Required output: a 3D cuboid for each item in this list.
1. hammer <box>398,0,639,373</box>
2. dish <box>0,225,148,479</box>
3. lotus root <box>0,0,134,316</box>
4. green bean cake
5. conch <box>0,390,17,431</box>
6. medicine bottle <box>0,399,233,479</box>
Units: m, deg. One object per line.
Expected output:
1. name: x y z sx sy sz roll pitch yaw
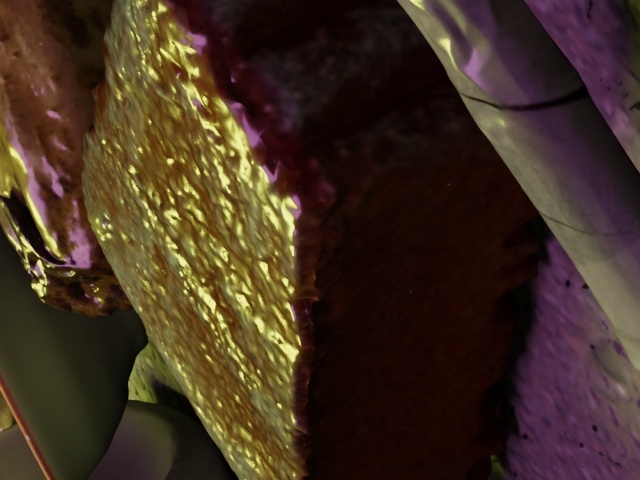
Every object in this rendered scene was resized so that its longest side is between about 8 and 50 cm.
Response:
1. hammer: 0.014 -0.102 0.487 0.427 0.044 0.152 53 156 -20
2. dish: -0.150 0.004 0.972 0.260 0.085 0.260 63 172 15
3. lotus root: -0.125 -0.092 0.839 0.258 0.097 0.110 67 158 0
4. green bean cake: 0.000 0.000 0.683 0.198 0.097 0.233 54 156 17
5. conch: -0.324 0.099 1.381 0.324 0.186 0.263 60 175 3
6. medicine bottle: -0.102 0.298 1.093 0.211 0.211 0.371 21 135 56
